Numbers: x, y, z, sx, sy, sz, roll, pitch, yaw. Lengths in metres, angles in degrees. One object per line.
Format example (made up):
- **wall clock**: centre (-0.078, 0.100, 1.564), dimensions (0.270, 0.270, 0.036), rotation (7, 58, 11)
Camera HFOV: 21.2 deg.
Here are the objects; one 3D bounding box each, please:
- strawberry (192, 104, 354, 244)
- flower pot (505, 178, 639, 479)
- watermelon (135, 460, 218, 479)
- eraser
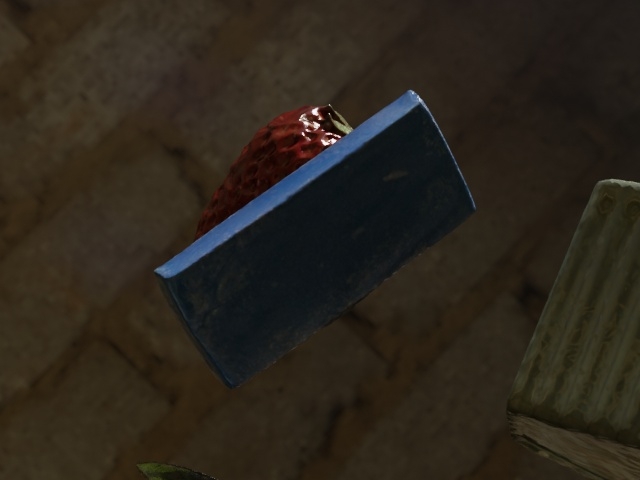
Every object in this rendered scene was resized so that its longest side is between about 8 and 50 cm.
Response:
- **strawberry**: centre (-0.037, -0.025, 1.908), dimensions (0.244, 0.205, 0.205), rotation (-35, -2, 8)
- **flower pot**: centre (0.260, 0.086, 1.204), dimensions (0.239, 0.209, 0.190), rotation (70, -137, -72)
- **watermelon**: centre (-0.093, 0.316, 1.803), dimensions (0.119, 0.245, 0.063), rotation (-15, 38, 58)
- **eraser**: centre (0.000, 0.000, 1.635), dimensions (0.312, 0.144, 0.042), rotation (-35, 30, -13)
